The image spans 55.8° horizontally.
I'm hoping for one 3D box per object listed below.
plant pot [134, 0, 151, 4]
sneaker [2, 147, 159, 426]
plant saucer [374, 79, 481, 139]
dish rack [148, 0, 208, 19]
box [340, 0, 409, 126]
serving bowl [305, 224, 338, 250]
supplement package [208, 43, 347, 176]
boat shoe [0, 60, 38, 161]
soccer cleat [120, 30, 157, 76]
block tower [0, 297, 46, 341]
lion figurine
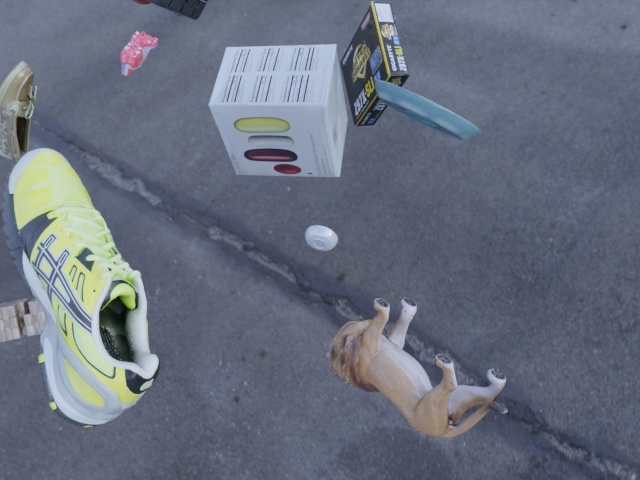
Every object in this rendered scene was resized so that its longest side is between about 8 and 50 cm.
[{"bbox_3d":[-0.592,-0.861,1.810,0.272,0.265,0.273,-4,81,25],"label":"plant pot"},{"bbox_3d":[-0.308,0.044,0.817,0.147,0.145,0.385,-26,79,27],"label":"sneaker"},{"bbox_3d":[0.281,-0.345,1.636,0.317,0.317,0.044,35,104,38],"label":"plant saucer"},{"bbox_3d":[-0.413,-0.593,1.383,0.271,0.208,0.074,29,105,12],"label":"dish rack"},{"bbox_3d":[0.165,-0.553,1.934,0.079,0.322,0.257,-8,75,-18],"label":"box"},{"bbox_3d":[0.000,0.000,1.483,0.083,0.083,0.027,2,51,20],"label":"serving bowl"},{"bbox_3d":[-0.066,-0.230,1.097,0.203,0.194,0.149,2,58,11],"label":"supplement package"},{"bbox_3d":[-0.734,-0.309,1.474,0.089,0.285,0.105,30,43,-12],"label":"boat shoe"},{"bbox_3d":[-0.616,-0.633,2.038,0.083,0.095,0.248,23,31,-12],"label":"soccer cleat"},{"bbox_3d":[-0.770,0.202,1.593,0.335,0.097,0.091,-9,8,-13],"label":"block tower"},{"bbox_3d":[0.163,0.265,1.162,0.142,0.240,0.392,-1,33,-39],"label":"lion figurine"}]
